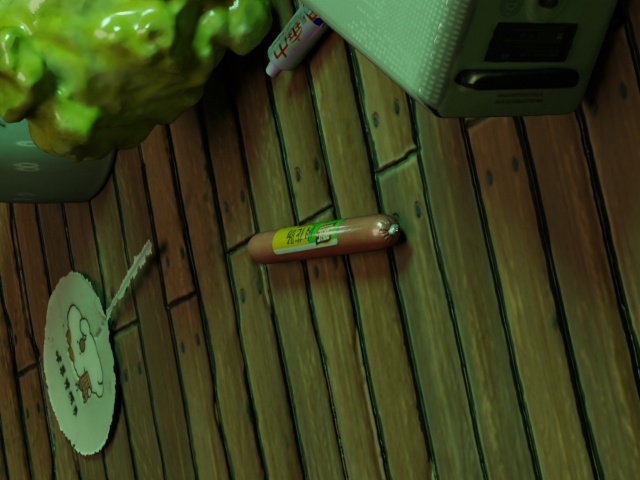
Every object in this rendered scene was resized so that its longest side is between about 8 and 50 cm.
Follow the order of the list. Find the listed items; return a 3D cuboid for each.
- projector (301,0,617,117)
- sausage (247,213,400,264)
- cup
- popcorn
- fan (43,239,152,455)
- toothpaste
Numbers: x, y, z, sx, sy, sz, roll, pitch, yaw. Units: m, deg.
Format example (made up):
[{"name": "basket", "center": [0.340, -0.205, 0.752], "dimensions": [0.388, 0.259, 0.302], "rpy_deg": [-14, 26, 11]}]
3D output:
[{"name": "projector", "center": [0.086, -0.211, 1.293], "dimensions": [0.242, 0.163, 0.177], "rpy_deg": [46, 129, 40]}, {"name": "sausage", "center": [0.000, 0.000, 1.564], "dimensions": [0.223, 0.029, 0.029], "rpy_deg": [-8, 85, 57]}, {"name": "cup", "center": [-0.352, -0.160, 1.921], "dimensions": [0.186, 0.234, 0.258], "rpy_deg": [-47, 52, 48]}, {"name": "popcorn", "center": [-0.176, -0.211, 1.668], "dimensions": [0.250, 0.235, 0.242], "rpy_deg": [-31, 74, 17]}, {"name": "fan", "center": [-0.220, 0.089, 1.935], "dimensions": [0.329, 0.009, 0.191], "rpy_deg": [-56, 46, 47]}, {"name": "toothpaste", "center": [0.000, -0.186, 1.552], "dimensions": [0.170, 0.028, 0.045], "rpy_deg": [-48, 60, 43]}]
